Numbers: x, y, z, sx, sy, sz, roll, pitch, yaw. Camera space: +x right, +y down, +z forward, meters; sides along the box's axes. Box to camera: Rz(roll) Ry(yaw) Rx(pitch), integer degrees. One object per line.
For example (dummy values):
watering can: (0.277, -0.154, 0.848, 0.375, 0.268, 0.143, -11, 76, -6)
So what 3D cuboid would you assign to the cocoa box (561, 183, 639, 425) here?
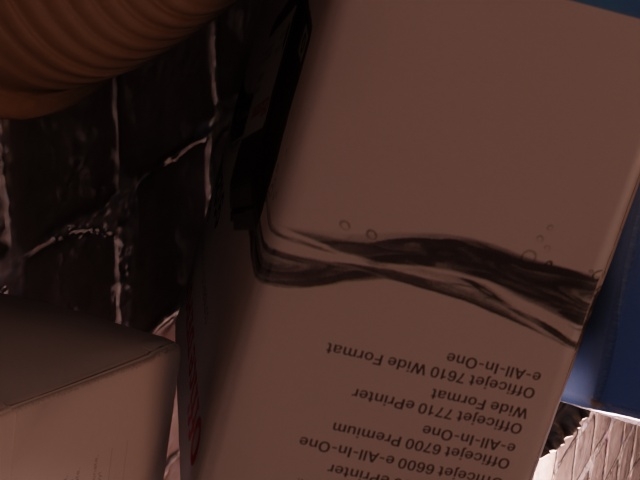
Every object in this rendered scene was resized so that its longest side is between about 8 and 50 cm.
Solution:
cocoa box: (0.201, -0.020, 0.742, 0.347, 0.228, 0.231, 176, -73, -82)

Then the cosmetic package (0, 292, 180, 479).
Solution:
cosmetic package: (-0.175, 0.226, 0.501, 0.284, 0.097, 0.377, -19, 120, -67)

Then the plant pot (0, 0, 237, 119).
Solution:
plant pot: (-0.067, -0.153, 0.527, 0.237, 0.110, 0.237, -43, 140, -53)

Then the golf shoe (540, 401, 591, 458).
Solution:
golf shoe: (0.130, 0.049, 1.047, 0.120, 0.105, 0.273, 121, -14, -47)

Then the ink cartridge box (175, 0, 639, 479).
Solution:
ink cartridge box: (0.036, -0.044, 0.634, 0.223, 0.129, 0.307, -106, -149, -69)
